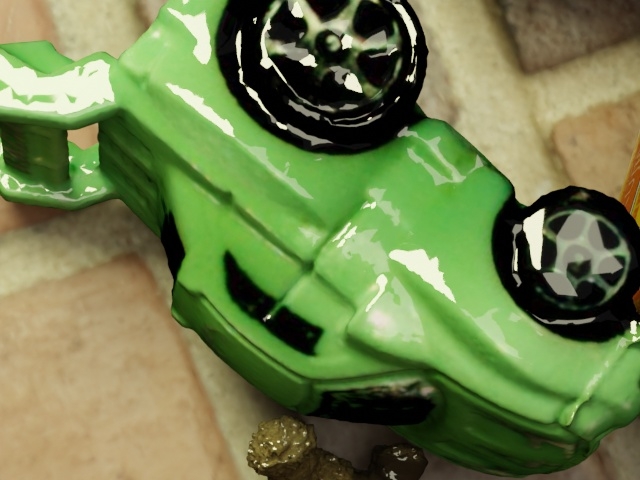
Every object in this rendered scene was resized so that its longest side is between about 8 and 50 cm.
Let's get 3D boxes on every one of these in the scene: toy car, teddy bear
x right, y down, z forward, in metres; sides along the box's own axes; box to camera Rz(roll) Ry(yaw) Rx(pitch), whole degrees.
[{"bbox_3d":[0.000,0.000,0.798,0.358,0.213,0.176,43,71,4],"label":"toy car"},{"bbox_3d":[0.006,0.157,0.861,0.160,0.078,0.119,30,94,-27],"label":"teddy bear"}]

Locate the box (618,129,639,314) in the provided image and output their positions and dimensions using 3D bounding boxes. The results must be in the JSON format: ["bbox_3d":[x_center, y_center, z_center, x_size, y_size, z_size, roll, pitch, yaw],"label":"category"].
[{"bbox_3d":[0.317,-0.020,0.863,0.259,0.214,0.283,21,70,1],"label":"box"}]
